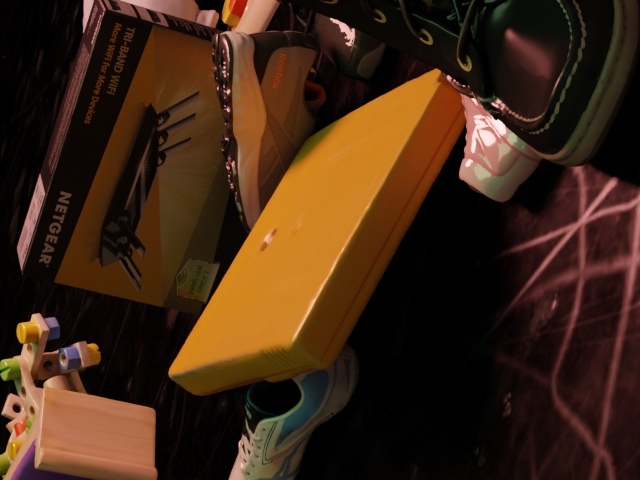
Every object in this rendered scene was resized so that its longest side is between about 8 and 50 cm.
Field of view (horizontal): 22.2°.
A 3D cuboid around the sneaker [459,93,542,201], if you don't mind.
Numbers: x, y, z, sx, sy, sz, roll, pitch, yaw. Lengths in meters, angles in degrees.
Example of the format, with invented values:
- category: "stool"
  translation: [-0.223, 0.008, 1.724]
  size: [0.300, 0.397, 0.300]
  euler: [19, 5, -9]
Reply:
- category: "sneaker"
  translation: [0.127, -0.080, 1.261]
  size: [0.070, 0.051, 0.134]
  euler: [-60, 29, 25]

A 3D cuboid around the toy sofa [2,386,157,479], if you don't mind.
- category: "toy sofa"
  translation: [-0.334, 0.360, 2.056]
  size: [0.362, 0.150, 0.177]
  euler: [124, 153, -43]

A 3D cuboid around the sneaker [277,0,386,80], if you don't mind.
- category: "sneaker"
  translation: [-0.015, -0.251, 1.638]
  size: [0.101, 0.106, 0.267]
  euler: [-65, 35, 33]

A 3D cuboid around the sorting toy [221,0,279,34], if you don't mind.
- category: "sorting toy"
  translation: [-0.081, -0.344, 2.013]
  size: [0.193, 0.038, 0.208]
  euler: [124, 152, -43]

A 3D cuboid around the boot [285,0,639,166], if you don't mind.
- category: "boot"
  translation: [0.055, -0.187, 1.163]
  size: [0.377, 0.284, 0.138]
  euler: [-103, 33, -62]

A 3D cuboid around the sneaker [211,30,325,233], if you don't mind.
- category: "sneaker"
  translation: [-0.046, -0.102, 1.646]
  size: [0.271, 0.108, 0.100]
  euler: [91, 165, -50]

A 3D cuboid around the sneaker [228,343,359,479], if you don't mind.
- category: "sneaker"
  translation: [-0.044, 0.169, 1.505]
  size: [0.085, 0.086, 0.237]
  euler: [-98, 28, -43]

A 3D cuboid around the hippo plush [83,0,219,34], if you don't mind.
- category: "hippo plush"
  translation: [-0.198, -0.319, 2.101]
  size: [0.236, 0.234, 0.294]
  euler: [53, 173, 34]

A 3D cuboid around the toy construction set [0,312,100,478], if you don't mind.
- category: "toy construction set"
  translation: [-0.391, 0.250, 2.277]
  size: [0.328, 0.151, 0.215]
  euler: [127, 126, -63]

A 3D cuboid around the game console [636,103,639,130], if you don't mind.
- category: "game console"
  translation: [0.277, -0.219, 0.969]
  size: [0.213, 0.044, 0.361]
  euler: [161, 119, -66]

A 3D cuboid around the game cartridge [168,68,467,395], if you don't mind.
- category: "game cartridge"
  translation: [0.000, 0.000, 1.427]
  size: [0.285, 0.052, 0.323]
  euler: [-60, 16, -19]

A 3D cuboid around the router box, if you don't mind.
- category: "router box"
  translation: [-0.171, -0.085, 1.782]
  size: [0.081, 0.242, 0.309]
  euler: [-123, 50, -64]
